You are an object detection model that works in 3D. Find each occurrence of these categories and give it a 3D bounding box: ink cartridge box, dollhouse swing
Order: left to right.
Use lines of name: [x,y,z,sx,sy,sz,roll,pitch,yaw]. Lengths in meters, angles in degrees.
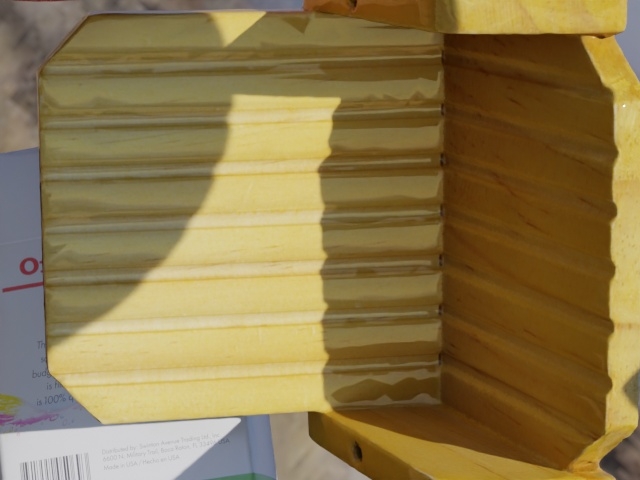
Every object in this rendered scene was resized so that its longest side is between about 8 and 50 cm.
ink cartridge box: [-0.154,0.097,1.486,0.119,0.207,0.354,49,33,-76]
dollhouse swing: [0.000,0.000,1.227,0.305,0.347,0.315,-5,13,-25]
